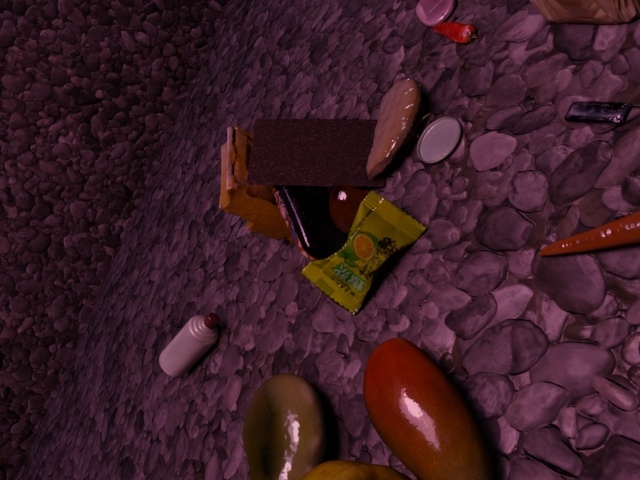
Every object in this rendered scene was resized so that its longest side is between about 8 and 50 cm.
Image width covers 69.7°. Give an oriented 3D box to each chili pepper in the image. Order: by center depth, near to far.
[{"bbox_3d":[0.308,-0.494,1.078,0.045,0.027,0.178,-54,34,15],"label":"chili pepper"}]

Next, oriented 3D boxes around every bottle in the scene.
[{"bbox_3d":[-0.386,0.306,1.393,0.245,0.104,0.104,-46,39,23],"label":"bottle"}]

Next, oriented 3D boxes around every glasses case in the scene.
[{"bbox_3d":[-0.035,-0.087,1.113,0.082,0.122,0.321,-54,52,45],"label":"glasses case"}]

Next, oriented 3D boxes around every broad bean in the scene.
[{"bbox_3d":[-0.070,0.402,0.918,0.238,0.119,0.291,-59,32,22],"label":"broad bean"}]

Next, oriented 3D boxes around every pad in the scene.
[{"bbox_3d":[-0.009,-0.218,1.126,0.004,0.329,0.220,88,-176,-59],"label":"pad"}]

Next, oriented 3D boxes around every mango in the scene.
[{"bbox_3d":[0.160,0.273,0.701,0.146,0.129,0.289,-56,44,12],"label":"mango"}]

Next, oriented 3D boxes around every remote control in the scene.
[{"bbox_3d":[0.441,-0.207,0.737,0.096,0.014,0.039,29,92,54],"label":"remote control"}]

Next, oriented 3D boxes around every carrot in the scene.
[{"bbox_3d":[0.404,-0.009,0.639,0.216,0.048,0.048,-27,49,47],"label":"carrot"}]

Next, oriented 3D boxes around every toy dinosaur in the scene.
[{"bbox_3d":[0.209,-0.243,1.046,0.113,0.026,0.041,-44,30,35],"label":"toy dinosaur"}]

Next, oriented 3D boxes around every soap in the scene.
[{"bbox_3d":[-0.155,-0.161,1.266,0.143,0.259,0.281,-44,37,35],"label":"soap"}]

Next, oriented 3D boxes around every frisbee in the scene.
[{"bbox_3d":[0.253,-0.213,0.982,0.110,0.014,0.110,-31,47,39],"label":"frisbee"}]

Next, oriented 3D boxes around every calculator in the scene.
[{"bbox_3d":[0.291,-0.604,1.173,0.103,0.024,0.166,-42,41,29],"label":"calculator"}]

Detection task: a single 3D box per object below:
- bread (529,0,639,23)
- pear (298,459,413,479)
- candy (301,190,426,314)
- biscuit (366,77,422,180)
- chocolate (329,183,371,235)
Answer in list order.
[{"bbox_3d":[0.479,-0.479,0.779,0.192,0.109,0.210,-55,36,10],"label":"bread"},{"bbox_3d":[0.048,0.470,0.608,0.287,0.287,0.376,36,126,55],"label":"pear"},{"bbox_3d":[0.085,0.025,0.951,0.246,0.149,0.069,-52,-4,8],"label":"candy"},{"bbox_3d":[0.178,-0.284,1.072,0.141,0.038,0.290,-24,44,54],"label":"biscuit"},{"bbox_3d":[0.074,-0.078,1.025,0.124,0.133,0.128,-18,53,50],"label":"chocolate"}]
